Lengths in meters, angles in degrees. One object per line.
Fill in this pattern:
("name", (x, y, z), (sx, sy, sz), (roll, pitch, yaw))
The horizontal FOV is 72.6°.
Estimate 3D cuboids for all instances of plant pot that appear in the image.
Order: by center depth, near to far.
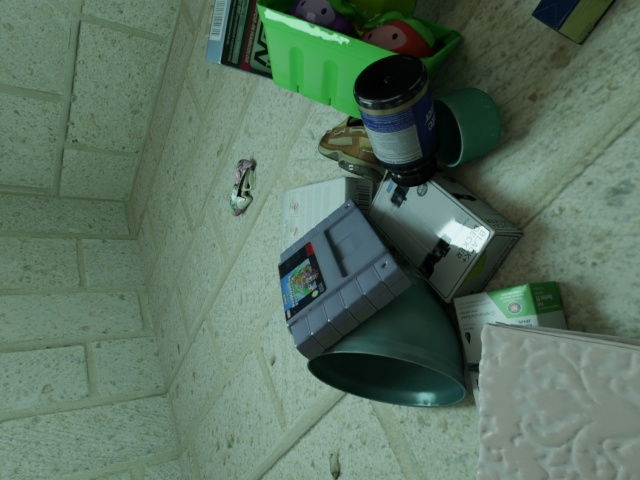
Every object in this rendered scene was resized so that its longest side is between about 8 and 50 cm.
("plant pot", (0.137, 0.184, 0.857), (0.293, 0.293, 0.196), (-31, 37, 49))

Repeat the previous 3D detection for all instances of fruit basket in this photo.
("fruit basket", (0.094, -0.459, 0.856), (0.391, 0.283, 0.392), (19, 131, 23))

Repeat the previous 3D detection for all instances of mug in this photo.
("mug", (0.262, -0.214, 0.812), (0.158, 0.097, 0.130), (-135, 25, -71))

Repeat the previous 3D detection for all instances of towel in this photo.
("towel", (0.373, 0.285, 0.577), (0.316, 0.053, 0.332), (5, 101, 33))

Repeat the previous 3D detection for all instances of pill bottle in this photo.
("pill bottle", (0.144, -0.200, 0.773), (0.122, 0.219, 0.123), (-13, 52, 16))

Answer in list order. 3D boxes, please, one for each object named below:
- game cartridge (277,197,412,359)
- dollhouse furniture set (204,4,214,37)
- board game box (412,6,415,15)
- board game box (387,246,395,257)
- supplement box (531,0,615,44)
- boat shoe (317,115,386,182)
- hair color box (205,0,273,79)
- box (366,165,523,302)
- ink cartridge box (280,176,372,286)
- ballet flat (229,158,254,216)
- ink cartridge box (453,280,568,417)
("game cartridge", (0.021, 0.053, 0.866), (0.230, 0.068, 0.355), (-35, 25, 6))
("dollhouse furniture set", (-0.187, -0.656, 1.370), (0.259, 0.262, 0.135), (20, 105, 18))
("board game box", (0.166, -0.550, 1.031), (0.133, 0.033, 0.169), (33, 114, 50))
("board game box", (0.115, 0.090, 1.008), (0.026, 0.103, 0.154), (22, 106, 53))
("supplement box", (0.389, -0.360, 0.665), (0.083, 0.083, 0.056), (-60, 44, 34))
("boat shoe", (0.086, -0.229, 1.020), (0.324, 0.122, 0.120), (-127, 54, -63))
("hair color box", (-0.072, -0.480, 1.066), (0.113, 0.374, 0.186), (37, 118, 49))
("box", (0.229, -0.035, 0.869), (0.290, 0.087, 0.169), (54, 130, 41))
("ink cartridge box", (0.000, 0.000, 1.209), (0.385, 0.091, 0.308), (1, 89, 63))
("ballet flat", (-0.286, -0.189, 1.621), (0.079, 0.076, 0.222), (21, 106, 33))
("ink cartridge box", (0.325, 0.184, 0.723), (0.153, 0.086, 0.209), (-26, 69, 51))
